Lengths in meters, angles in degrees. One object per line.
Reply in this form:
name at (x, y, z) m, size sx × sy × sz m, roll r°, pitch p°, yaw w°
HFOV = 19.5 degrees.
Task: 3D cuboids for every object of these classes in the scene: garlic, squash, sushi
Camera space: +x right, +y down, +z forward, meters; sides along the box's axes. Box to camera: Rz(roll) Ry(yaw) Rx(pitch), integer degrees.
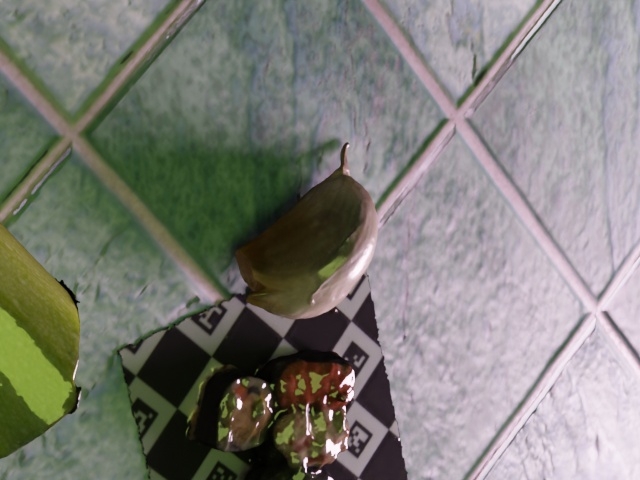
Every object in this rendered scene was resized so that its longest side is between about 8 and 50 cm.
garlic at (0.003, 0.000, 1.391) m, size 0.152 × 0.066 × 0.084 m, roll -43°, pitch 94°, yaw -19°
squash at (-0.263, -0.006, 1.176) m, size 0.137 × 0.137 × 0.287 m, roll -42°, pitch 110°, yaw -23°
sushi at (-0.023, 0.142, 1.420) m, size 0.231 × 0.047 × 0.219 m, roll -25°, pitch 114°, yaw -32°
